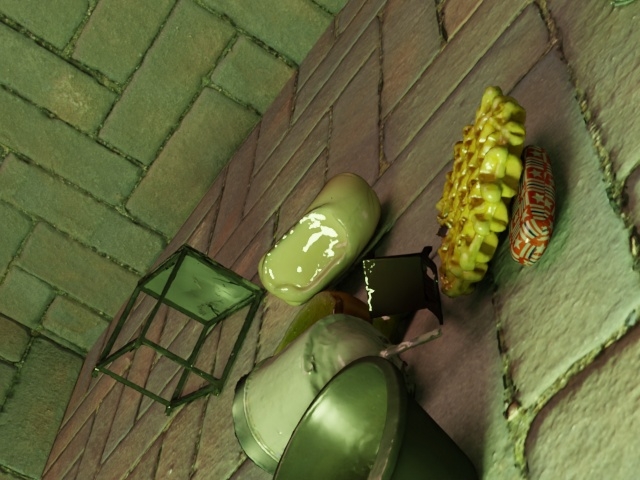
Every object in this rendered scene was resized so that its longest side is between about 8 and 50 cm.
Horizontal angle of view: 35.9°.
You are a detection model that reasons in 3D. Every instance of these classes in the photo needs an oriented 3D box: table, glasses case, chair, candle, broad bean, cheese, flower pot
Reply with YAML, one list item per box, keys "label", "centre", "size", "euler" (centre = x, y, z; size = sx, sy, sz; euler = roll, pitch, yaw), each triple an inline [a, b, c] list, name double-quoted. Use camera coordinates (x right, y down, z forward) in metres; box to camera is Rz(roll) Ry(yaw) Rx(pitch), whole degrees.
- label: "table"
  centre: [-0.333, 0.216, 2.279]
  size: [0.335, 0.222, 0.272]
  euler: [-33, 29, 57]
- label: "glasses case"
  centre: [0.275, -0.050, 1.268]
  size: [0.194, 0.049, 0.073]
  euler: [-77, 4, -47]
- label: "chair"
  centre: [0.111, 0.065, 1.343]
  size: [0.212, 0.101, 0.084]
  euler: [-61, -37, -79]
- label: "candle"
  centre: [0.026, 0.199, 1.350]
  size: [0.330, 0.187, 0.187]
  euler: [-41, 24, 43]
- label: "broad bean"
  centre: [0.112, 0.104, 1.488]
  size: [0.070, 0.048, 0.214]
  euler: [-39, 26, 49]
- label: "cheese"
  centre: [0.000, 0.000, 1.804]
  size: [0.266, 0.127, 0.233]
  euler: [-46, 4, 17]
- label: "flower pot"
  centre: [0.067, 0.281, 1.115]
  size: [0.269, 0.166, 0.269]
  euler: [-48, 22, 27]

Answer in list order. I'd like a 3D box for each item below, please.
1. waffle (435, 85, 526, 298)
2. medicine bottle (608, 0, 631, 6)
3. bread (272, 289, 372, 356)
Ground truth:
- label: "waffle"
  centre: [0.217, -0.063, 1.370]
  size: [0.283, 0.065, 0.309]
  euler: [128, 159, -78]
- label: "medicine bottle"
  centre: [0.364, -0.487, 1.368]
  size: [0.245, 0.290, 0.245]
  euler: [-49, 20, 25]
- label: "bread"
  centre: [-0.008, 0.183, 1.660]
  size: [0.236, 0.070, 0.236]
  euler: [-52, 17, 22]
